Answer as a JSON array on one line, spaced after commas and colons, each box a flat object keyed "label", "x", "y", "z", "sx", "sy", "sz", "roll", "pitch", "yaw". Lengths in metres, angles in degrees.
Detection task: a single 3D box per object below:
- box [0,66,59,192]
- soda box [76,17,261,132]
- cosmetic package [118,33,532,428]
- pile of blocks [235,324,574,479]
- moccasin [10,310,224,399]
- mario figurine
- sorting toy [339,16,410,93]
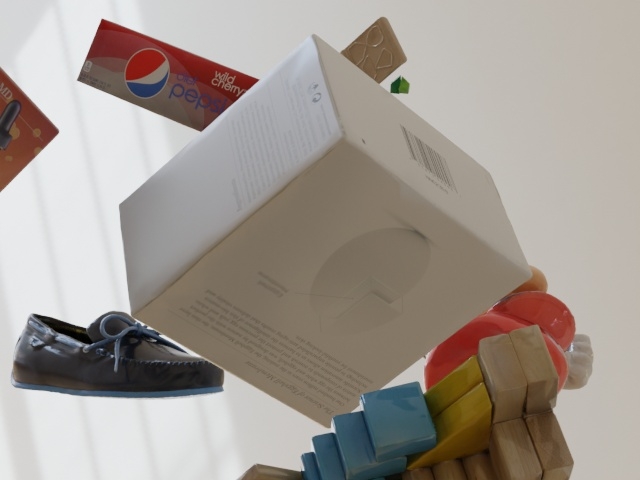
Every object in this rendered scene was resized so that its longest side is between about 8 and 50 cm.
[{"label": "box", "x": -0.343, "y": -0.090, "z": 1.366, "sx": 0.091, "sy": 0.170, "sz": 0.130, "roll": 33, "pitch": -13, "yaw": 50}, {"label": "soda box", "x": -0.147, "y": -0.173, "z": 1.806, "sx": 0.263, "sy": 0.083, "sz": 0.092, "roll": 23, "pitch": 2, "yaw": 23}, {"label": "cosmetic package", "x": 0.000, "y": 0.000, "z": 1.220, "sx": 0.224, "sy": 0.224, "sz": 0.138, "roll": 35, "pitch": 26, "yaw": -36}, {"label": "pile of blocks", "x": 0.031, "y": 0.200, "z": 1.050, "sx": 0.149, "sy": 0.362, "sz": 0.113, "roll": 14, "pitch": 43, "yaw": -36}, {"label": "moccasin", "x": -0.276, "y": 0.145, "z": 2.008, "sx": 0.342, "sy": 0.117, "sz": 0.137, "roll": 1, "pitch": -5, "yaw": 30}, {"label": "mario figurine", "x": 0.140, "y": 0.044, "z": 1.421, "sx": 0.198, "sy": 0.170, "sz": 0.320, "roll": -6, "pitch": 23, "yaw": -21}, {"label": "sorting toy", "x": 0.057, "y": -0.167, "z": 1.500, "sx": 0.012, "sy": 0.062, "sz": 0.083, "roll": 11, "pitch": 49, "yaw": -53}]
